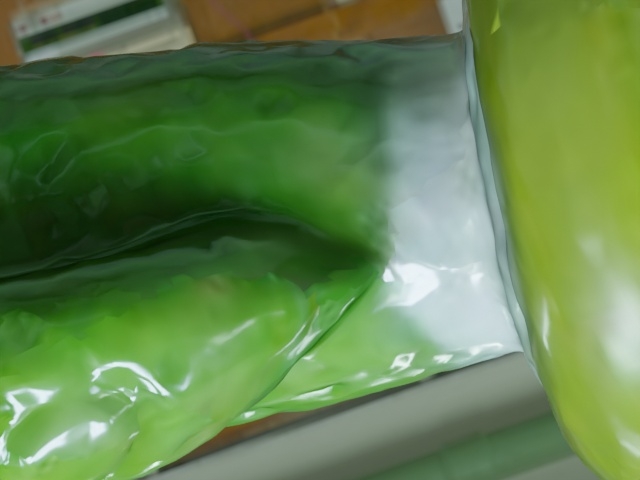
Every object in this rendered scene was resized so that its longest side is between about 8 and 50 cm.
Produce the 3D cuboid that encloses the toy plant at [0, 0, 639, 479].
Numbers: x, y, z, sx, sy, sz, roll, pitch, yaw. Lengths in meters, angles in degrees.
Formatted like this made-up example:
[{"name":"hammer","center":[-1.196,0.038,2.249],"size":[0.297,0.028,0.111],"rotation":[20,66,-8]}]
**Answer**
[{"name":"toy plant","center":[0.000,0.000,0.425],"size":[0.316,0.184,0.224],"rotation":[-12,-165,17]}]
